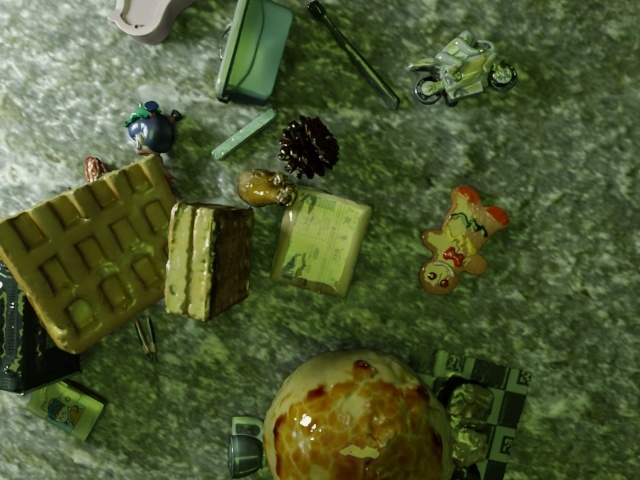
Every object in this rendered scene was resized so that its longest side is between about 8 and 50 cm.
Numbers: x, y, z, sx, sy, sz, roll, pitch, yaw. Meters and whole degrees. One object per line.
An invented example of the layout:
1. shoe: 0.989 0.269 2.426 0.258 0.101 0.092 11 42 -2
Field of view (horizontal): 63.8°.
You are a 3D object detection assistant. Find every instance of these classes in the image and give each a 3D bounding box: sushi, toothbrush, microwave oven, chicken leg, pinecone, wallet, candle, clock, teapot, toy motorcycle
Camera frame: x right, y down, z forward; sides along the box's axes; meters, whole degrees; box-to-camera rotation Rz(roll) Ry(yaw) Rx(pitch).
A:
1. sushi: 0.309 0.452 1.149 0.297 0.100 0.372 15 94 -1
2. toothbrush: 0.074 -0.404 1.124 0.030 0.030 0.297 -39 95 29
3. microwave oven: -0.633 0.141 1.063 0.238 0.181 0.294 6 94 18
4. chicken leg: -0.100 -0.104 1.071 0.101 0.208 0.085 6 99 -34
5. pinecone: -0.030 -0.194 1.090 0.121 0.140 0.140 -36 94 30
6. wallet: -0.580 0.380 1.174 0.155 0.039 0.110 30 95 -3
7. candle: -0.477 -0.023 1.140 0.051 0.048 0.329 -7 94 9
8. clock: -0.297 -0.552 1.087 0.291 0.080 0.275 9 95 1
9. teapot: -0.162 0.469 1.158 0.091 0.092 0.124 1 101 -17
10. toy motorcycle: 0.303 -0.373 1.104 0.229 0.074 0.151 -9 92 2

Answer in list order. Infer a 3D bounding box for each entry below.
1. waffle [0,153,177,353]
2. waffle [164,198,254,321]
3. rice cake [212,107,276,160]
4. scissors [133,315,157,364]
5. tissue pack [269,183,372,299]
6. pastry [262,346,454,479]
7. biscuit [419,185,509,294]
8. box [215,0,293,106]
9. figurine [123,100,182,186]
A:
1. waffle: -0.411 0.023 1.015 0.348 0.078 0.304 -34 119 -27
2. waffle: -0.209 0.030 1.015 0.091 0.308 0.212 5 93 4
3. rice cake: -0.166 -0.233 1.133 0.171 0.033 0.029 -37 90 3
4. scissors: -0.395 0.230 1.176 0.039 0.012 0.113 -15 94 1
5. tissue pack: 0.000 0.000 1.122 0.186 0.090 0.222 14 93 2
6. pastry: 0.071 0.408 1.025 0.389 0.313 0.388 2 97 18
7. biscuit: 0.310 0.013 1.150 0.166 0.036 0.250 32 94 -1
8. box: -0.144 -0.391 1.063 0.130 0.162 0.226 15 95 -12
9. figurine: -0.360 -0.198 1.110 0.102 0.111 0.194 -1 101 11
